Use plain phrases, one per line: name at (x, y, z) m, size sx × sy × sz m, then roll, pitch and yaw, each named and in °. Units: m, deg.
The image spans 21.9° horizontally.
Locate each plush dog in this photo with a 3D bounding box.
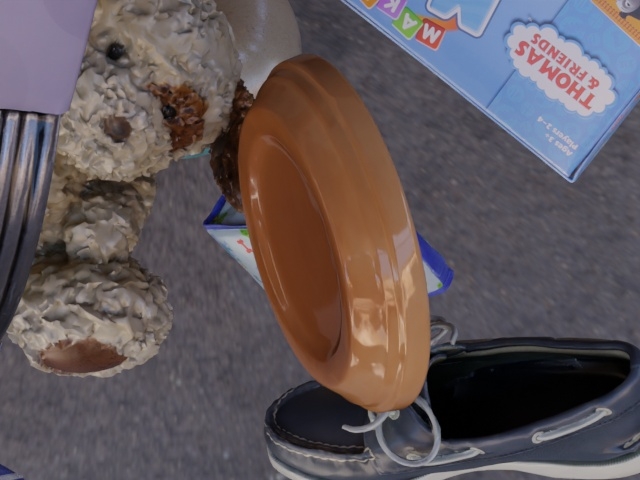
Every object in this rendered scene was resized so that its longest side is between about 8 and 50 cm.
plush dog at (-0.150, -0.078, 1.050) m, size 0.225 × 0.210 × 0.262 m, roll -35°, pitch 117°, yaw 14°

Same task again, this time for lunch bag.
lunch bag at (0.012, -0.006, 1.254) m, size 0.129 × 0.151 × 0.096 m, roll 46°, pitch 60°, yaw -36°

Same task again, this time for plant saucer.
plant saucer at (0.000, 0.000, 0.894) m, size 0.037 × 0.200 × 0.200 m, roll -15°, pitch 102°, yaw -17°

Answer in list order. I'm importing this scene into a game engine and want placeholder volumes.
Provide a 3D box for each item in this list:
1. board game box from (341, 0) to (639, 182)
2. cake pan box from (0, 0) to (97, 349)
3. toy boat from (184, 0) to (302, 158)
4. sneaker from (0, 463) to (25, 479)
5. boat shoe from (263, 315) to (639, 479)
board game box at (0.101, -0.152, 0.649) m, size 0.160 × 0.039 × 0.211 m, roll 39°, pitch 118°, yaw 6°
cake pan box at (-0.164, -0.077, 0.671) m, size 0.070 × 0.267 × 0.245 m, roll 4°, pitch 125°, yaw -23°
toy boat at (-0.167, -0.143, 1.567) m, size 0.318 × 0.267 × 0.148 m, roll -19°, pitch 128°, yaw 5°
sneaker at (-0.189, 0.179, 0.608) m, size 0.127 × 0.182 × 0.315 m, roll 9°, pitch 122°, yaw -20°
boat shoe at (0.075, 0.097, 0.961) m, size 0.255 × 0.095 × 0.079 m, roll -2°, pitch 142°, yaw 28°
